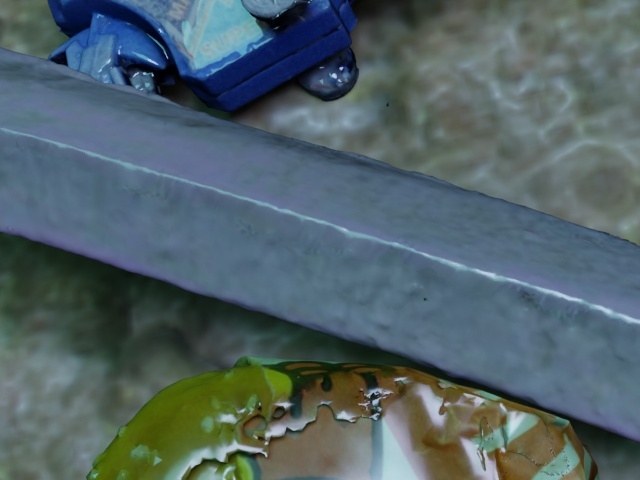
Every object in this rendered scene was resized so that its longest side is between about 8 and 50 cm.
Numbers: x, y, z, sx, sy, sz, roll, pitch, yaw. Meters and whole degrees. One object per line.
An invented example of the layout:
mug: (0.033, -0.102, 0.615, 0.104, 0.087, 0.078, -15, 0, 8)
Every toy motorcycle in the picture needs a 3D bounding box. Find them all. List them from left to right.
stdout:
toy motorcycle: (-0.038, -0.110, 0.552, 0.205, 0.076, 0.114, -30, 64, 6)

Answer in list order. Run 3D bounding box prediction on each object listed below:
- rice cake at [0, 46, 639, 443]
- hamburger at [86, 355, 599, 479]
rice cake: (0.000, 0.000, 0.478, 0.364, 0.073, 0.056, 17, 116, 10)
hamburger: (-0.026, 0.138, 0.429, 0.235, 0.125, 0.214, 13, 65, 4)
